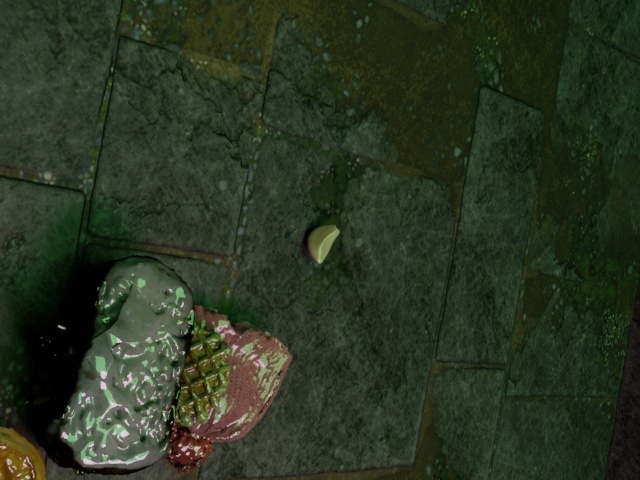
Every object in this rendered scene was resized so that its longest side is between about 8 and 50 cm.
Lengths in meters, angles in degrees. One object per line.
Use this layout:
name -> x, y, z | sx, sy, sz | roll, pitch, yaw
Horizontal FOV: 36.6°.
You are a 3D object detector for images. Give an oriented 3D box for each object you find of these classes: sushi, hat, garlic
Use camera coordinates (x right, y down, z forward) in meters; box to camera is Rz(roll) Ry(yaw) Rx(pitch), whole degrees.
sushi -> -0.335, 0.184, 1.481 | 0.234, 0.207, 0.349 | 26, 71, -33
hat -> -0.195, 0.271, 1.706 | 0.236, 0.107, 0.286 | 26, 75, -17
garlic -> 0.001, 0.001, 1.900 | 0.083, 0.053, 0.041 | -55, 153, -10

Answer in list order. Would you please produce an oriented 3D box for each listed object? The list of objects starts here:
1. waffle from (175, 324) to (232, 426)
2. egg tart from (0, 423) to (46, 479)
waffle -> -0.244, 0.221, 1.629 | 0.183, 0.036, 0.169 | 18, 79, -7
egg tart -> -0.506, 0.377, 1.390 | 0.241, 0.105, 0.241 | -4, 95, -55
